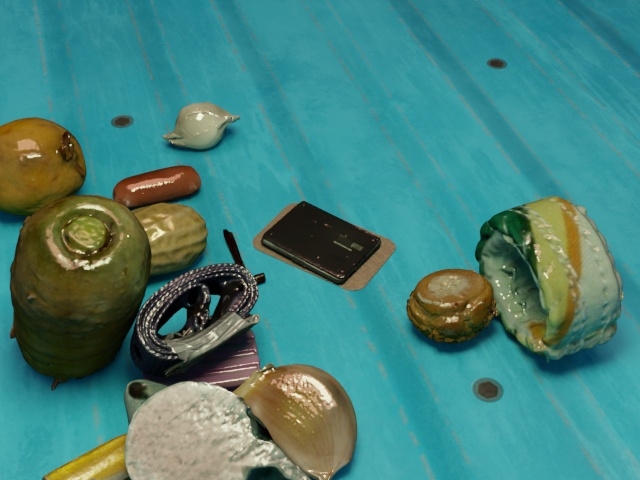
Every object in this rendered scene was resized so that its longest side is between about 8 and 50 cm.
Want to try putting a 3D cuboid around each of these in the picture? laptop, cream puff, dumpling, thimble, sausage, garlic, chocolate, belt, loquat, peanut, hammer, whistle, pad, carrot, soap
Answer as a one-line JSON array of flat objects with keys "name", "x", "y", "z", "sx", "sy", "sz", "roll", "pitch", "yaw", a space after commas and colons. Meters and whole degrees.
[{"name": "laptop", "x": 0.000, "y": 0.000, "z": 1.802, "sx": 0.207, "sy": 0.026, "sz": 0.154, "roll": 27, "pitch": 47, "yaw": 25}, {"name": "cream puff", "x": 0.240, "y": 0.125, "z": 1.610, "sx": 0.165, "sy": 0.115, "sz": 0.150, "roll": 0, "pitch": 34, "yaw": 12}, {"name": "dumpling", "x": -0.277, "y": -0.272, "z": 2.055, "sx": 0.188, "sy": 0.108, "sz": 0.127, "roll": -18, "pitch": 19, "yaw": 3}, {"name": "thimble", "x": 0.407, "y": 0.068, "z": 1.580, "sx": 0.167, "sy": 0.254, "sz": 0.288, "roll": -15, "pitch": 63, "yaw": -13}, {"name": "sausage", "x": -0.351, "y": -0.115, "z": 1.893, "sx": 0.194, "sy": 0.077, "sz": 0.077, "roll": -14, "pitch": 44, "yaw": -19}, {"name": "garlic", "x": -0.004, "y": 0.305, "z": 1.419, "sx": 0.148, "sy": 0.128, "sz": 0.266, "roll": -43, "pitch": 62, "yaw": 3}, {"name": "chocolate", "x": -0.324, "y": 0.346, "z": 1.380, "sx": 0.219, "sy": 0.086, "sz": 0.085, "roll": -30, "pitch": 51, "yaw": -32}, {"name": "belt", "x": -0.213, "y": 0.137, "z": 1.483, "sx": 0.230, "sy": 0.126, "sz": 0.140, "roll": -32, "pitch": 79, "yaw": -31}, {"name": "loquat", "x": -0.611, "y": -0.153, "z": 1.843, "sx": 0.238, "sy": 0.193, "sz": 0.238, "roll": -13, "pitch": 24, "yaw": 6}, {"name": "peanut", "x": -0.375, "y": 0.016, "z": 1.701, "sx": 0.325, "sy": 0.140, "sz": 0.153, "roll": -17, "pitch": 28, "yaw": -13}, {"name": "hammer", "x": -0.163, "y": 0.034, "z": 1.774, "sx": 0.065, "sy": 0.021, "sz": 0.178, "roll": -12, "pitch": 41, "yaw": -15}, {"name": "whistle", "x": -0.112, "y": 0.332, "z": 1.296, "sx": 0.404, "sy": 0.168, "sz": 0.188, "roll": 13, "pitch": 67, "yaw": 3}, {"name": "pad", "x": 0.007, "y": 0.008, "z": 1.816, "sx": 0.266, "sy": 0.002, "sz": 0.176, "roll": 23, "pitch": 47, "yaw": 22}, {"name": "carrot", "x": -0.400, "y": 0.080, "z": 1.462, "sx": 0.224, "sy": 0.341, "sz": 0.224, "roll": 9, "pitch": 53, "yaw": -12}, {"name": "soap", "x": -0.204, "y": 0.227, "z": 1.521, "sx": 0.203, "sy": 0.066, "sz": 0.122, "roll": -6, "pitch": 42, "yaw": -8}]
